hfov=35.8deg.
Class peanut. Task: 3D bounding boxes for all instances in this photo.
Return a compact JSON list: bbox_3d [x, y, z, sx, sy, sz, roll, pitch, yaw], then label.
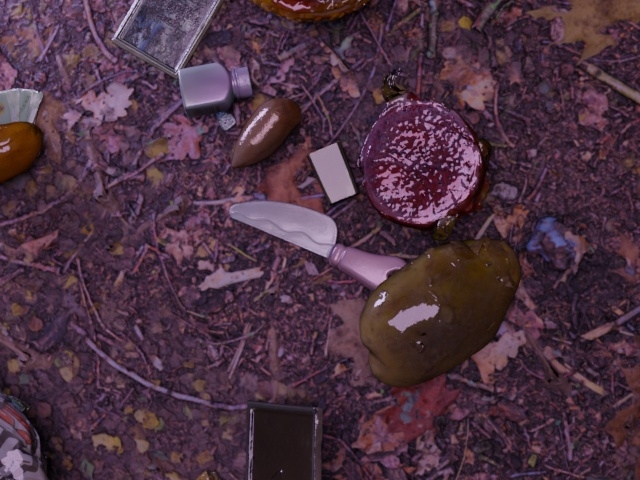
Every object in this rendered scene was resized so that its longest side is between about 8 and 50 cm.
[{"bbox_3d":[-0.095,-0.176,1.650,0.152,0.076,0.076,-44,82,7],"label":"peanut"}]

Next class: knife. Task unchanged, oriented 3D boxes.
[{"bbox_3d":[-0.181,-0.231,1.696,0.027,0.010,0.096,-37,82,2],"label":"knife"},{"bbox_3d":[0.002,-0.002,1.645,0.336,0.043,0.081,27,84,10],"label":"knife"}]

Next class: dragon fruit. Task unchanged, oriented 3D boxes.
[{"bbox_3d":[0.168,-0.126,1.584,0.211,0.147,0.282,-20,75,10],"label":"dragon fruit"}]

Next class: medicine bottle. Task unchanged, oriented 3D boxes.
[{"bbox_3d":[-0.176,-0.257,1.668,0.118,0.055,0.074,-12,75,-2],"label":"medicine bottle"}]

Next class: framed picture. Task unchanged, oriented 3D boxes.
[{"bbox_3d":[-0.261,-0.391,1.716,0.142,0.011,0.183,31,91,8],"label":"framed picture"},{"bbox_3d":[-0.062,0.402,1.555,0.016,0.213,0.289,6,81,-33],"label":"framed picture"}]

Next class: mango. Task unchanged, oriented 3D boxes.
[{"bbox_3d":[-0.558,-0.151,1.695,0.159,0.084,0.105,-12,91,8],"label":"mango"}]

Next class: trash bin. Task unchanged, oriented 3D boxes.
[{"bbox_3d":[0.023,-0.110,1.648,0.061,0.043,0.092,-22,87,6],"label":"trash bin"}]

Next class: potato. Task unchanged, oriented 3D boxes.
[{"bbox_3d":[0.191,0.107,1.553,0.296,0.141,0.191,-40,117,-8],"label":"potato"}]

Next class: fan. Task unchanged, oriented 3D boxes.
[{"bbox_3d":[-0.579,-0.176,1.748,0.131,0.009,0.240,36,92,10],"label":"fan"}]

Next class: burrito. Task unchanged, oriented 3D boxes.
[{"bbox_3d":[-0.584,0.296,1.642,0.445,0.101,0.139,33,96,19],"label":"burrito"}]

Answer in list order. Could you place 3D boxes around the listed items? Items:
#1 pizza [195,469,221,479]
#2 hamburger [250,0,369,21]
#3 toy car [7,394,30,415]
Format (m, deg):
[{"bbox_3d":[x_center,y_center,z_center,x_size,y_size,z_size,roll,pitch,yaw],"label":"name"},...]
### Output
[{"bbox_3d":[-0.186,0.503,1.627,0.127,0.058,0.246,6,90,7],"label":"pizza"},{"bbox_3d":[-0.023,-0.519,1.574,0.330,0.250,0.329,0,90,9],"label":"hamburger"},{"bbox_3d":[-0.547,0.329,1.697,0.059,0.035,0.122,25,93,15],"label":"toy car"}]
